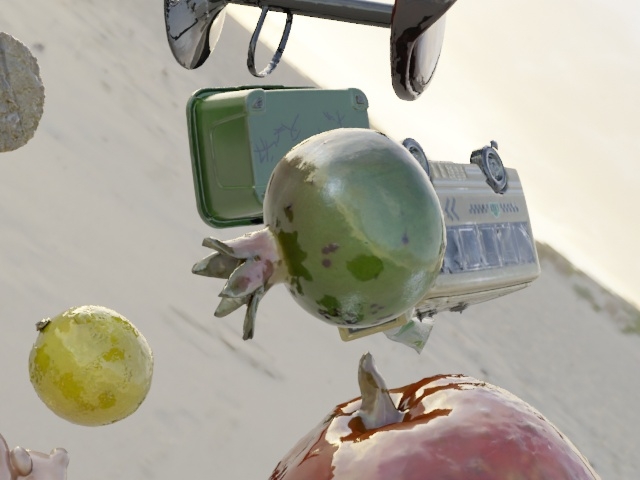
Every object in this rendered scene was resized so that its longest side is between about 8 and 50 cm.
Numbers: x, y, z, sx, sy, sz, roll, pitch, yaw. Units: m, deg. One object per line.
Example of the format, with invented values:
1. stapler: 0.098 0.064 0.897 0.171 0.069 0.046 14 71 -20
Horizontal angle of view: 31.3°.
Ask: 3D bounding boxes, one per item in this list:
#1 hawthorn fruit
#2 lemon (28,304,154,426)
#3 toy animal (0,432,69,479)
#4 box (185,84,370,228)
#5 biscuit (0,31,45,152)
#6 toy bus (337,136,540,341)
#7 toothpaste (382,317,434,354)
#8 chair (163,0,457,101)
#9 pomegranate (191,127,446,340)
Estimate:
1. hawthorn fruit: 0.071 0.214 0.723 0.275 0.275 0.299 -140 -149 -87
2. lemon: -0.334 0.188 1.680 0.173 0.173 0.206 39 -15 52
3. toy animal: -0.436 0.324 1.469 0.198 0.171 0.171 19 13 -39
4. box: -0.056 -0.162 2.032 0.329 0.252 0.178 -9 1 -41
5. biscuit: -0.555 -0.253 1.931 0.033 0.219 0.220 1 -27 40
6. toy bus: 0.117 -0.002 1.360 0.365 0.177 0.201 -4 77 -56
7. toothpaste: 0.164 0.168 2.166 0.047 0.078 0.248 22 -2 27
8. chair: 0.018 -0.311 1.513 0.401 0.226 0.226 10 -8 15
9. pomegranate: 0.000 0.000 1.013 0.181 0.224 0.181 55 -24 39
